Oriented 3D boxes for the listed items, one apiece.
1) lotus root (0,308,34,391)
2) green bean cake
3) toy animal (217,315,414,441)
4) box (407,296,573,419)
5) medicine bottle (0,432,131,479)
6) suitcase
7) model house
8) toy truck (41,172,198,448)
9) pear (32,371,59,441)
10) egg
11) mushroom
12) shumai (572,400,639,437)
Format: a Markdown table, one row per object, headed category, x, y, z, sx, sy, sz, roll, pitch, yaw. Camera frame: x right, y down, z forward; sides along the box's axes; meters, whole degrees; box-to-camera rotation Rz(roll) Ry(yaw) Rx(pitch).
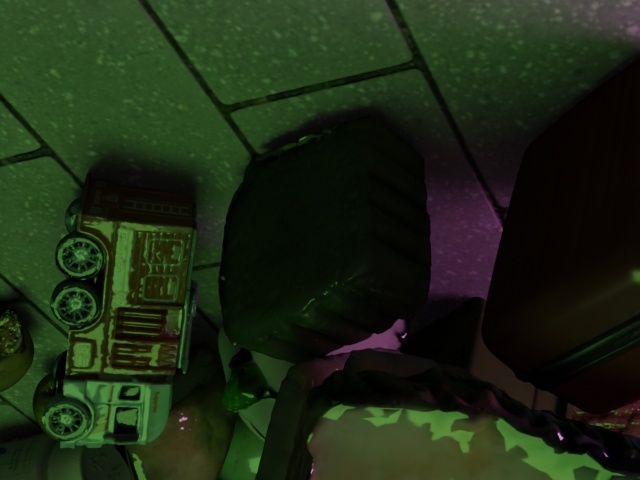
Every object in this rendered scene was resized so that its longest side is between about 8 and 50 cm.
| category | x | y | z | sx | sy | sz | roll | pitch | yaw |
| --- | --- | --- | --- | --- | --- | --- | --- | --- | --- |
| lotus root | -0.467 | 0.153 | 1.544 | 0.221 | 0.118 | 0.125 | -23 | 151 | 39 |
| green bean cake | 0.000 | 0.000 | 1.165 | 0.227 | 0.222 | 0.125 | -23 | 144 | 33 |
| toy animal | -0.026 | 0.150 | 1.380 | 0.213 | 0.212 | 0.266 | 22 | 135 | -19 |
| box | 0.156 | 0.235 | 1.436 | 0.178 | 0.252 | 0.329 | 33 | 137 | -17 |
| medicine bottle | -0.444 | 0.388 | 1.829 | 0.255 | 0.152 | 0.152 | -15 | 139 | 29 |
| suitcase | 0.282 | -0.007 | 1.027 | 0.161 | 0.297 | 0.236 | 33 | 139 | -16 |
| model house | 0.146 | 0.295 | 1.113 | 0.446 | 0.395 | 0.400 | 10 | -173 | -6 |
| toy truck | -0.226 | 0.090 | 1.294 | 0.162 | 0.136 | 0.305 | 6 | 112 | -9 |
| pear | -0.372 | 0.245 | 1.659 | 0.107 | 0.107 | 0.131 | -3 | 157 | 15 |
| egg | -0.094 | 0.300 | 1.643 | 0.149 | 0.149 | 0.192 | 20 | 148 | -16 |
| mushroom | -0.199 | 0.277 | 1.534 | 0.292 | 0.212 | 0.217 | 13 | 128 | 58 |
| shumai | 0.386 | 0.320 | 1.589 | 0.346 | 0.217 | 0.283 | -24 | 169 | 11 |
